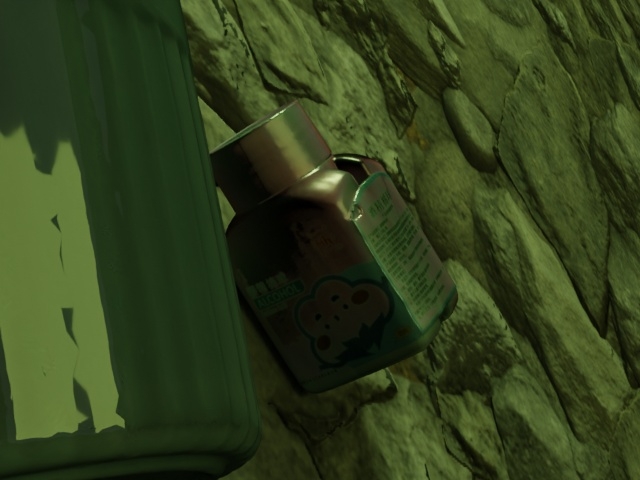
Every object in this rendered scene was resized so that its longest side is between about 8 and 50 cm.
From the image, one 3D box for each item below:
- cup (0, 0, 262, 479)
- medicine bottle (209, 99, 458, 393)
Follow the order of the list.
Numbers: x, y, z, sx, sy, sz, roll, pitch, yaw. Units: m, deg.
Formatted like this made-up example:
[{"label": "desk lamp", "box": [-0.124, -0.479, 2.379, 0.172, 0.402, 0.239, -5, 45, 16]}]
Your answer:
[{"label": "cup", "box": [-0.183, -0.018, 0.547, 0.257, 0.331, 0.311, -7, 72, -21]}, {"label": "medicine bottle", "box": [0.000, 0.000, 0.857, 0.188, 0.119, 0.094, 58, 33, -8]}]
